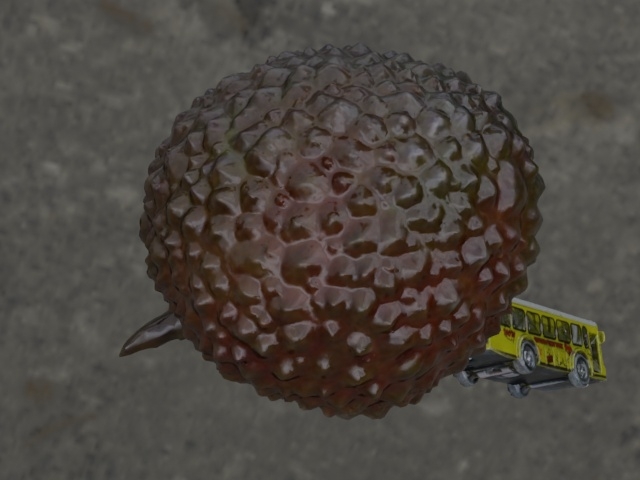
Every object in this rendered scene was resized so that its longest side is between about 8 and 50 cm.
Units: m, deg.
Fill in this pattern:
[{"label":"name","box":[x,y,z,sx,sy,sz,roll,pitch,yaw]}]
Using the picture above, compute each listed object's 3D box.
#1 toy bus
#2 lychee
[{"label":"toy bus","box":[0.181,0.100,1.607,0.226,0.081,0.074,15,64,-51]},{"label":"lychee","box":[0.000,0.000,0.737,0.165,0.197,0.165,41,25,-24]}]
